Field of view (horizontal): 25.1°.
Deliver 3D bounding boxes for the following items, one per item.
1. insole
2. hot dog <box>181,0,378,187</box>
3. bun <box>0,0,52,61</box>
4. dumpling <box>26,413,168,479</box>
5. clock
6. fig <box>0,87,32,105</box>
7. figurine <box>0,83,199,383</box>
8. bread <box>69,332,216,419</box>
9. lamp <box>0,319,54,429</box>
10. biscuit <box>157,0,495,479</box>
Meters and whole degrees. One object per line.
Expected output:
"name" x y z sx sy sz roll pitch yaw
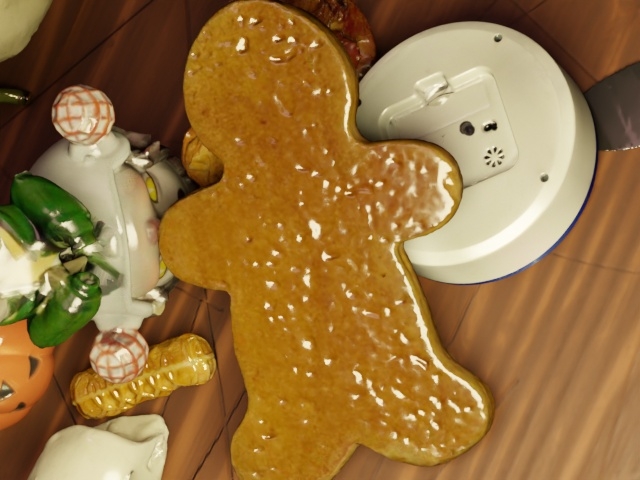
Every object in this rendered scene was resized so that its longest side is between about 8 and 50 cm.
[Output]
"insole" 0.325 -0.133 1.251 0.232 0.003 0.080 -16 67 21
"hot dog" -0.031 -0.133 1.341 0.099 0.160 0.226 35 95 35
"bun" -0.445 -0.327 1.565 0.326 0.234 0.362 -34 48 13
"dumpling" -0.228 0.234 1.360 0.150 0.092 0.176 16 86 44
"clock" 0.127 -0.080 1.286 0.230 0.083 0.230 -9 68 24
"fig" -0.430 -0.110 1.558 0.245 0.149 0.149 -34 60 0
"figurine" -0.230 0.003 1.302 0.167 0.370 0.281 0 106 23
"bread" -0.172 0.131 1.386 0.157 0.044 0.052 -20 71 20
"lamp" -0.342 0.100 1.419 0.188 0.164 0.187 -3 86 47
"biscuit" 0.000 0.000 1.242 0.283 0.064 0.432 -15 95 21
